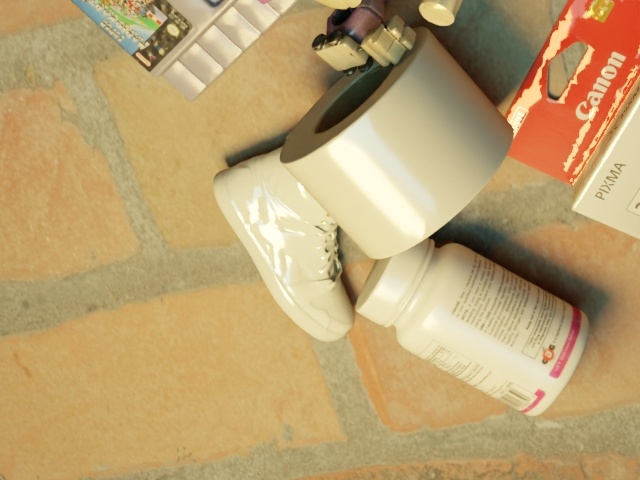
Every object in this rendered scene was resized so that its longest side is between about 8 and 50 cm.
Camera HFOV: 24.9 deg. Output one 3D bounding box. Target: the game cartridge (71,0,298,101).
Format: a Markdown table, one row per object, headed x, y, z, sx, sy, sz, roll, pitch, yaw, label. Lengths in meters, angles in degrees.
| x | y | z | sx | sy | sz | roll | pitch | yaw | label |
| --- | --- | --- | --- | --- | --- | --- | --- | --- | --- |
| -0.221 | -0.360 | 1.824 | 0.355 | 0.068 | 0.230 | 42 | 117 | -13 | game cartridge |

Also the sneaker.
| x | y | z | sx | sy | sz | roll | pitch | yaw | label |
| --- | --- | --- | --- | --- | --- | --- | --- | --- | --- |
| 0.000 | 0.000 | 1.962 | 0.169 | 0.108 | 0.292 | -24 | 111 | 29 | sneaker |

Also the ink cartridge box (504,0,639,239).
| x | y | z | sx | sy | sz | roll | pitch | yaw | label |
| --- | --- | --- | --- | --- | --- | --- | --- | --- | --- |
| 0.384 | -0.162 | 1.796 | 0.261 | 0.066 | 0.296 | 24 | 123 | -3 | ink cartridge box |

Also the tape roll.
| x | y | z | sx | sy | sz | roll | pitch | yaw | label |
| --- | --- | --- | --- | --- | --- | --- | --- | --- | --- |
| 0.093 | -0.120 | 1.785 | 0.246 | 0.246 | 0.169 | -36 | 107 | 29 | tape roll |

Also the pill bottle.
| x | y | z | sx | sy | sz | roll | pitch | yaw | label |
| --- | --- | --- | --- | --- | --- | --- | --- | --- | --- |
| 0.201 | 0.103 | 1.945 | 0.283 | 0.160 | 0.160 | 29 | 123 | -5 | pill bottle |

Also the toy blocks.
| x | y | z | sx | sy | sz | roll | pitch | yaw | label |
| --- | --- | --- | --- | --- | --- | --- | --- | --- | --- |
| 0.049 | -0.398 | 1.661 | 0.309 | 0.260 | 0.288 | 37 | 155 | -30 | toy blocks |
